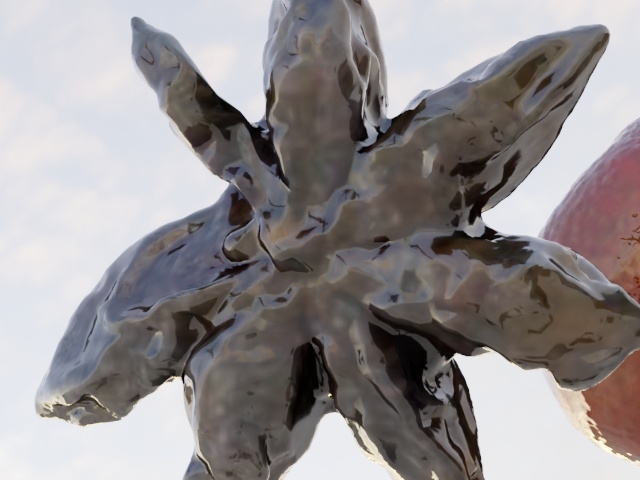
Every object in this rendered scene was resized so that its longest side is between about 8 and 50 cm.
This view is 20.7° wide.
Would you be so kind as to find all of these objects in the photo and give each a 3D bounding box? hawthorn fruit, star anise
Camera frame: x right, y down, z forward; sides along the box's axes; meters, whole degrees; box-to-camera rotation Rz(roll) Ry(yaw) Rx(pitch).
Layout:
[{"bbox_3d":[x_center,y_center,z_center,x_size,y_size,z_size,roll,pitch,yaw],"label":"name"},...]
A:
[{"bbox_3d":[0.220,0.031,0.851,0.197,0.225,0.196,-15,-66,-36],"label":"hawthorn fruit"},{"bbox_3d":[0.014,0.009,0.567,0.073,0.197,0.212,-7,-67,-78],"label":"star anise"}]
